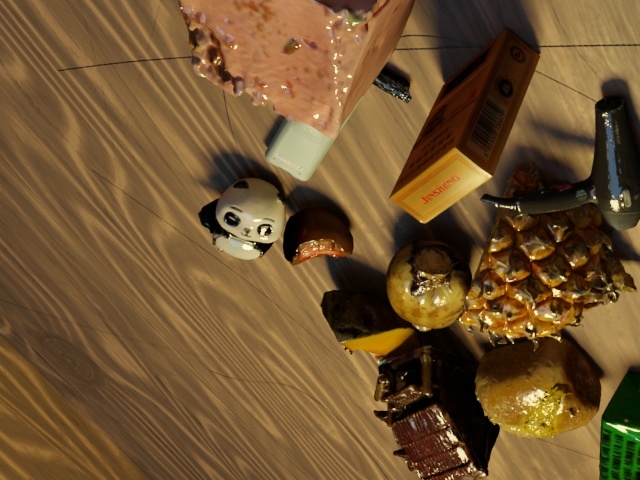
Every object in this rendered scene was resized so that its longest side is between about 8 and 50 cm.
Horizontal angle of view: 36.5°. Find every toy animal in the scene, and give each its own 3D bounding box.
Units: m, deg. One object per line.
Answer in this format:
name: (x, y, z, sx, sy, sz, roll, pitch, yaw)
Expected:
toy animal: (-0.157, -0.050, 1.998, 0.166, 0.138, 0.179, 18, 152, -14)

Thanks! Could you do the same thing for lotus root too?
lotus root: (0.214, 0.091, 1.929, 0.169, 0.141, 0.314, 23, 154, 11)

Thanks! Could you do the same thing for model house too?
model house: (0.225, 0.413, 2.121, 0.297, 0.283, 0.317, 11, 152, -40)

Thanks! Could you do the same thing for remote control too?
remote control: (-0.020, -0.206, 1.787, 0.103, 0.051, 0.293, 30, 146, -4)

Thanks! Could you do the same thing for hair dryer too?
hair dryer: (0.384, -0.099, 1.552, 0.271, 0.091, 0.236, -15, 124, 7)

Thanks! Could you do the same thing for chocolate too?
chocolate: (0.000, 0.000, 1.975, 0.133, 0.127, 0.124, 10, -168, -29)
chocolate: (0.758, 0.449, 1.998, 0.341, 0.161, 0.360, 10, 142, 23)

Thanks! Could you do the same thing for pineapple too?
pineapple: (0.405, 0.083, 1.678, 0.286, 0.209, 0.344, 19, 129, 9)

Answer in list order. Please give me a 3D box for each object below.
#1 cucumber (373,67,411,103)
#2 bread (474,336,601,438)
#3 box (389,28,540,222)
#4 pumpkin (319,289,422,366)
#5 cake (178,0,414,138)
cucumber: (0.097, -0.276, 1.635, 0.134, 0.034, 0.033, 28, 150, 0)
bread: (0.444, 0.324, 2.037, 0.195, 0.176, 0.246, 45, 141, -20)
box: (0.220, -0.173, 1.473, 0.076, 0.274, 0.174, 36, 144, -13)
pumpkin: (0.119, 0.168, 2.119, 0.148, 0.169, 0.312, -27, 151, 10)
cake: (-0.033, -0.359, 1.402, 0.306, 0.293, 0.314, 27, 151, 5)
